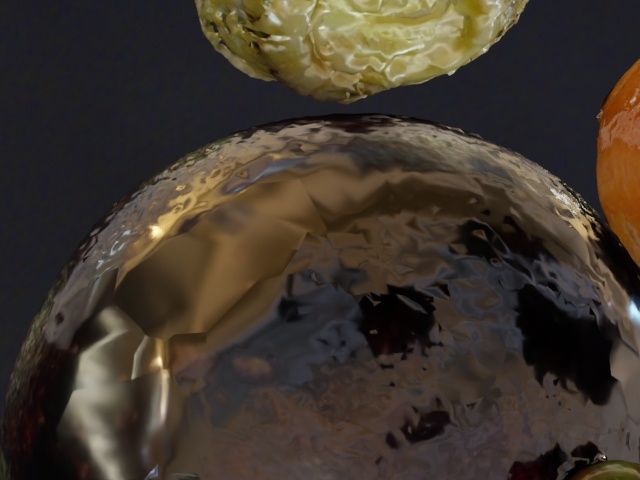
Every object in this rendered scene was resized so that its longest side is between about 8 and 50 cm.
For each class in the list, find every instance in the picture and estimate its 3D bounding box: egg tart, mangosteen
[{"bbox_3d":[0.042,-0.185,1.267,0.279,0.279,0.095,14,-135,-28],"label":"egg tart"},{"bbox_3d":[0.017,0.091,0.710,0.288,0.288,0.288,15,-120,-27],"label":"mangosteen"}]

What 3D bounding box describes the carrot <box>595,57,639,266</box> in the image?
[{"bbox_3d":[0.242,-0.049,0.898,0.159,0.225,0.159,1,-95,-11],"label":"carrot"}]
